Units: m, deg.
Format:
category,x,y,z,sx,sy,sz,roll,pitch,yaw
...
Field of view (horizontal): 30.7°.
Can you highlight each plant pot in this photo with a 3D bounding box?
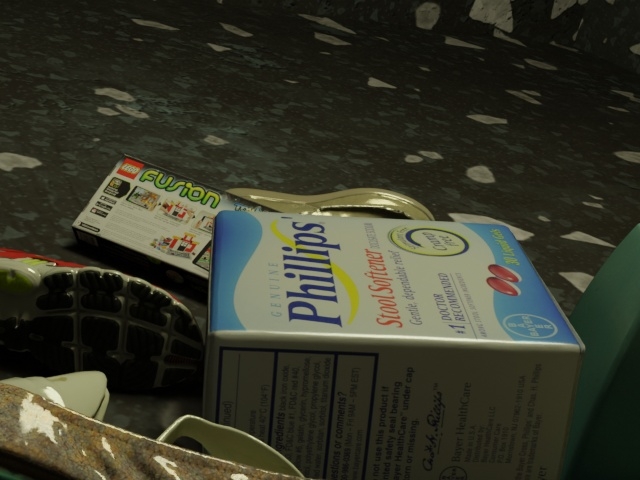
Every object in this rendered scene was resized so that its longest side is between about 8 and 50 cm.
category,x,y,z,sx,sy,sz,roll,pitch,yaw
plant pot,0.307,0.116,1.050,0.166,0.234,0.165,12,21,-4

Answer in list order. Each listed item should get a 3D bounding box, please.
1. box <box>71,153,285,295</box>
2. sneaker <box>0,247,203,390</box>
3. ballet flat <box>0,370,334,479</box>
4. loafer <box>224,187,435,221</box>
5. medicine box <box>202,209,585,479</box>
category,x,y,z,sx,sy,sz,roll,pitch,yaw
box,-0.152,-0.013,1.272,0.207,0.036,0.114,21,58,16
sneaker,-0.235,0.051,1.050,0.279,0.107,0.118,16,14,-1
ballet flat,-0.111,0.133,0.635,0.316,0.107,0.106,22,44,-6
loafer,0.000,0.000,1.345,0.269,0.102,0.092,1,36,1
medicine box,0.045,0.092,1.011,0.289,0.149,0.263,3,22,-6
